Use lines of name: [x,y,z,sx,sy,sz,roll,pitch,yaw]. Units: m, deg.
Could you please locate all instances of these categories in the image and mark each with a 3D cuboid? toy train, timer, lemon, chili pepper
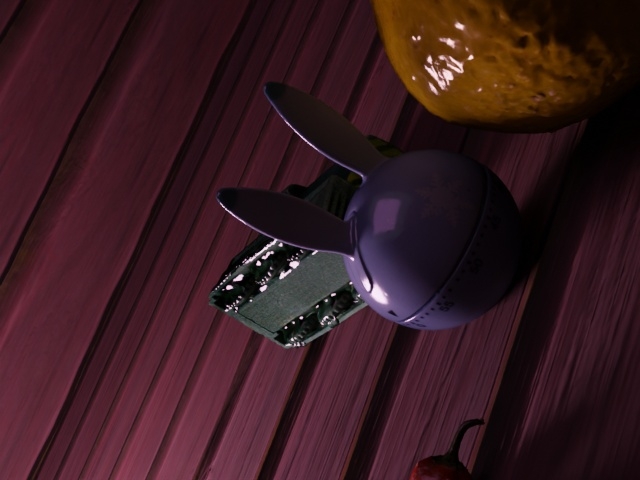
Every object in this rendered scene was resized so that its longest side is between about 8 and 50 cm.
toy train: [0.000,0.000,1.437,0.330,0.138,0.178,-38,24,55]
timer: [0.050,-0.015,1.111,0.175,0.255,0.175,18,-90,-84]
lemon: [0.172,-0.218,1.027,0.322,0.268,0.268,122,171,-68]
chili pepper: [0.077,0.219,0.958,0.059,0.050,0.191,20,89,58]
